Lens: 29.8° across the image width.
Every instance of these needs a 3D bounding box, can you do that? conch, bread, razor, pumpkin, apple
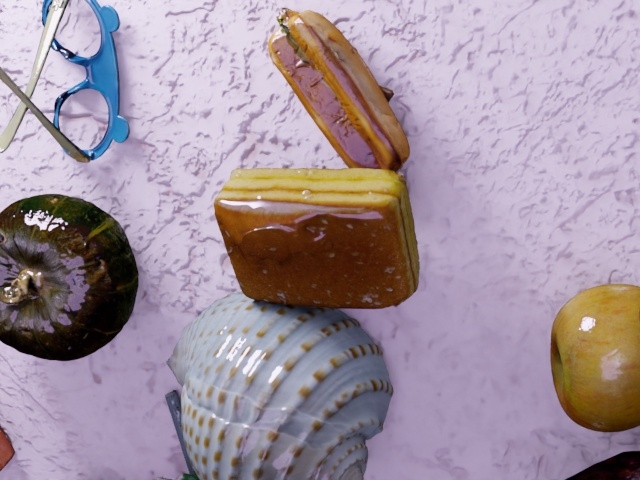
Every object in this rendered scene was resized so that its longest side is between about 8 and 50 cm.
[{"bbox_3d":[-0.069,0.224,1.600,0.319,0.215,0.303,29,102,3],"label":"conch"},{"bbox_3d":[0.000,0.000,1.527,0.234,0.110,0.184,-1,132,15],"label":"bread"},{"bbox_3d":[-0.189,0.317,1.757,0.084,0.036,0.211,-14,99,2],"label":"razor"},{"bbox_3d":[-0.363,0.054,1.640,0.238,0.159,0.238,6,110,18],"label":"pumpkin"},{"bbox_3d":[0.365,0.140,1.475,0.155,0.182,0.182,-7,107,-3],"label":"apple"}]

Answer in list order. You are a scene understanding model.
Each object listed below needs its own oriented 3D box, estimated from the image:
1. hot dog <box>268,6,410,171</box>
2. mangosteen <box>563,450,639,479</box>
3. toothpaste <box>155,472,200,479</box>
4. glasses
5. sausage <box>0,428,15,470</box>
[{"bbox_3d":[0.026,-0.189,1.508,0.104,0.076,0.250,-33,94,41],"label":"hot dog"},{"bbox_3d":[0.426,0.421,1.455,0.421,0.381,0.381,-41,95,6],"label":"mangosteen"},{"bbox_3d":[-0.114,0.370,1.712,0.248,0.078,0.046,10,89,3],"label":"toothpaste"},{"bbox_3d":[-0.365,-0.208,1.562,0.102,0.207,0.239,19,115,47],"label":"glasses"},{"bbox_3d":[-0.568,0.251,1.788,0.113,0.113,0.259,-33,99,22],"label":"sausage"}]
